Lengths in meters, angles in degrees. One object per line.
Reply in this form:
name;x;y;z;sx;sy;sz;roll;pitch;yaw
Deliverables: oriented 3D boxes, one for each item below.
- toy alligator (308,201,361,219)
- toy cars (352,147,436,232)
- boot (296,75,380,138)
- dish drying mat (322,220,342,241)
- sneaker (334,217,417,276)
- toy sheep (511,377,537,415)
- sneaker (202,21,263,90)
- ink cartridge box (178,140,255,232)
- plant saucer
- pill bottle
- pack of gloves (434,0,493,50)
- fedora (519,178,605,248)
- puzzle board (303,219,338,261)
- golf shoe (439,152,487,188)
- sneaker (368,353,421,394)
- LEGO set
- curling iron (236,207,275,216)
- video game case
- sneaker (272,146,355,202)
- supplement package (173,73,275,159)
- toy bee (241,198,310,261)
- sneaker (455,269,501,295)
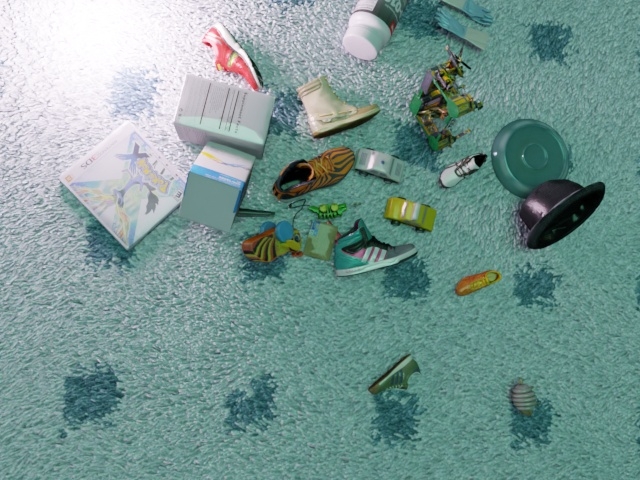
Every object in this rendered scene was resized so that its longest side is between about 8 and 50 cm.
toy alligator;0.053;-0.101;1.797;0.189;0.056;0.051;-5;84;-9
toy cars;0.270;-0.183;1.824;0.176;0.087;0.394;-33;89;-11
boot;0.064;-0.493;1.830;0.262;0.095;0.203;-21;86;-6
dish drying mat;0.043;-0.032;1.812;0.032;0.008;0.083;-39;90;-12
sneaker;0.178;0.006;1.776;0.295;0.124;0.178;-14;95;-9
toy sheep;0.713;0.548;1.808;0.091;0.091;0.132;-10;79;-10
sneaker;-0.305;-0.620;1.799;0.118;0.107;0.279;-39;87;7
ink cartridge box;-0.322;-0.175;1.636;0.168;0.233;0.171;18;124;-7
plant saucer;0.801;-0.312;1.944;0.317;0.044;0.318;1;82;-9
pill bottle;0.201;-0.805;1.850;0.161;0.161;0.283;26;80;-5
pack of gloves;0.546;-0.843;1.979;0.232;0.046;0.195;26;69;-8
fedora;0.838;-0.122;1.846;0.334;0.334;0.152;-29;58;-11
puzzle board;0.000;0.000;1.796;0.096;0.011;0.128;16;85;-3
golf shoe;0.517;-0.262;1.869;0.198;0.094;0.077;-36;91;-9
sneaker;0.260;0.478;1.754;0.192;0.064;0.086;-37;85;-14
LEGO set;0.464;-0.486;1.794;0.192;0.331;0.255;-25;67;-12
curling iron;-0.290;-0.110;1.756;0.274;0.035;0.068;10;82;-7
video game case;-0.637;-0.184;1.712;0.300;0.036;0.329;-44;91;-11
sneaker;-0.009;-0.231;1.740;0.321;0.180;0.125;-32;89;-11
supplement package;-0.314;-0.405;1.716;0.293;0.177;0.175;13;81;-7
toy bee;-0.116;0.005;1.709;0.298;0.195;0.162;-31;113;-21
sneaker;0.561;0.146;1.840;0.175;0.067;0.064;-25;89;-9
